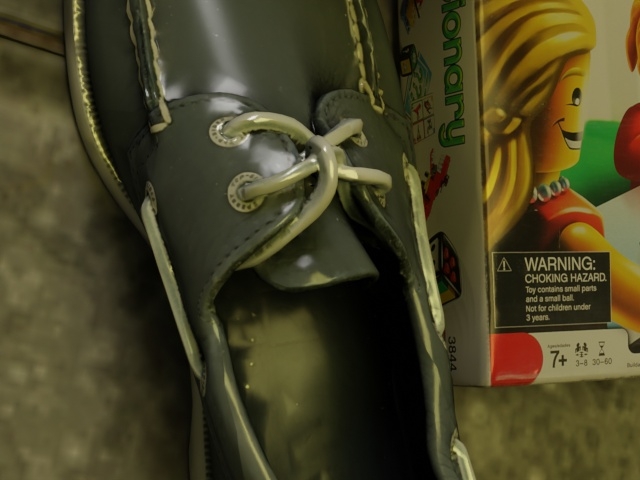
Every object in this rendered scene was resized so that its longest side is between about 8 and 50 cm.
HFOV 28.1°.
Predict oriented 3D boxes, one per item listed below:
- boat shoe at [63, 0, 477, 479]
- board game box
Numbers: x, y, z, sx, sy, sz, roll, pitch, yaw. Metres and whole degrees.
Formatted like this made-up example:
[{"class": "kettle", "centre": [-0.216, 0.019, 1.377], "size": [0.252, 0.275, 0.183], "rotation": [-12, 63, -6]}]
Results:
[{"class": "boat shoe", "centre": [0.000, 0.000, 0.397], "size": [0.116, 0.099, 0.320], "rotation": [-9, 89, -27]}, {"class": "board game box", "centre": [0.171, -0.044, 0.530], "size": [0.305, 0.053, 0.193], "rotation": [0, 86, -31]}]
